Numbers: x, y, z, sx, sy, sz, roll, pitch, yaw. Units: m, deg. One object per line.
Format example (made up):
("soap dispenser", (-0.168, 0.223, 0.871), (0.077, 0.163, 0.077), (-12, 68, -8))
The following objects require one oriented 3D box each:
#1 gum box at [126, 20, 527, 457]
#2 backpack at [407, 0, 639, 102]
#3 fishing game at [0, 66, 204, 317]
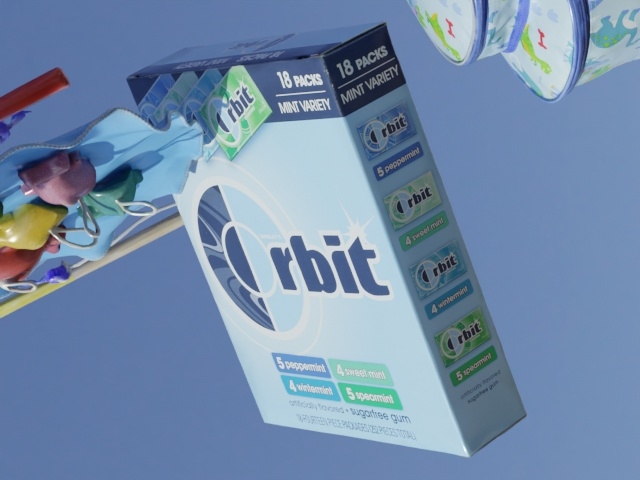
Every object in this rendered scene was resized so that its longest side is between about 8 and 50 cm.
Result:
("gum box", (0.000, 0.000, 0.853), (0.041, 0.157, 0.184), (-31, -72, -31))
("backpack", (0.074, -0.110, 0.706), (0.114, 0.084, 0.105), (58, 166, 19))
("fishing game", (-0.132, 0.001, 0.811), (0.041, 0.189, 0.264), (64, -177, 12))
